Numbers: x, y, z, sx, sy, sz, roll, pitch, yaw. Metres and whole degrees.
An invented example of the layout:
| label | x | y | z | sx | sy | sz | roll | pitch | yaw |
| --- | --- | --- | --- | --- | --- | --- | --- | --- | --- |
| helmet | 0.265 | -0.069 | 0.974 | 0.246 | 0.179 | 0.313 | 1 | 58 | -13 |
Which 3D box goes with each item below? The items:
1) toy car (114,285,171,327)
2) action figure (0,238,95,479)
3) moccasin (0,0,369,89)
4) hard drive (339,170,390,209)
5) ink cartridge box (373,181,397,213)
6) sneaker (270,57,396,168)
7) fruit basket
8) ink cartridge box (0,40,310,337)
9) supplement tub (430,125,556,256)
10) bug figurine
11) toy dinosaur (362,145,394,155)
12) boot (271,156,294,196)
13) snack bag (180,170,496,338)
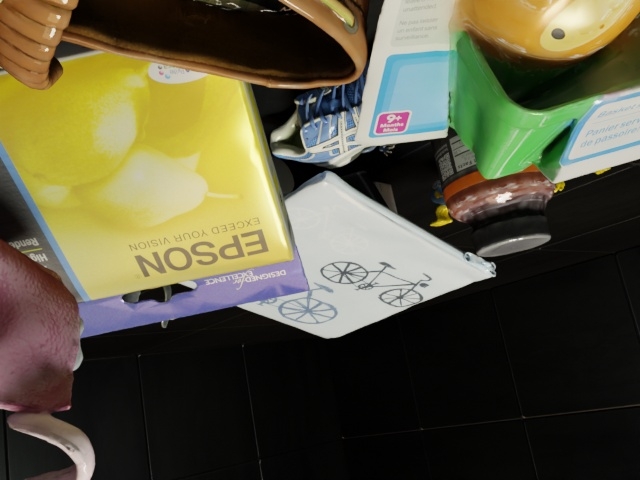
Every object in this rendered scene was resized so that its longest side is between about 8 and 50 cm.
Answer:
| label | x | y | z | sx | sy | sz | roll | pitch | yaw |
| --- | --- | --- | --- | --- | --- | --- | --- | --- | --- |
| toy car | -0.215 | 0.007 | 0.746 | 0.149 | 0.188 | 0.155 | -15 | 165 | 18 |
| action figure | -0.317 | 0.007 | 0.364 | 0.248 | 0.275 | 0.370 | -19 | 149 | 0 |
| moccasin | -0.140 | -0.135 | 0.314 | 0.380 | 0.147 | 0.139 | 1 | 163 | -38 |
| hard drive | 0.000 | 0.000 | 0.959 | 0.255 | 0.172 | 0.054 | -22 | -160 | 35 |
| ink cartridge box | 0.058 | -0.030 | 1.004 | 0.122 | 0.088 | 0.052 | -20 | 167 | 36 |
| sneaker | 0.024 | -0.121 | 0.633 | 0.081 | 0.080 | 0.211 | -6 | 165 | -32 |
| fruit basket | 0.193 | -0.178 | 0.337 | 0.327 | 0.165 | 0.353 | -16 | 159 | -14 |
| ink cartridge box | -0.184 | -0.020 | 0.562 | 0.304 | 0.072 | 0.307 | -12 | 125 | 4 |
| supplement tub | 0.163 | -0.087 | 0.625 | 0.106 | 0.197 | 0.106 | -10 | 167 | -2 |
| bug figurine | 0.292 | -0.100 | 0.939 | 0.279 | 0.072 | 0.216 | -23 | 168 | 27 |
| toy dinosaur | 0.065 | -0.130 | 0.762 | 0.082 | 0.047 | 0.090 | -21 | -162 | 6 |
| boot | -0.117 | -0.067 | 0.767 | 0.086 | 0.069 | 0.190 | -24 | 163 | 29 |
| snack bag | 0.004 | 0.034 | 0.861 | 0.323 | 0.037 | 0.342 | 26 | 142 | -34 |
